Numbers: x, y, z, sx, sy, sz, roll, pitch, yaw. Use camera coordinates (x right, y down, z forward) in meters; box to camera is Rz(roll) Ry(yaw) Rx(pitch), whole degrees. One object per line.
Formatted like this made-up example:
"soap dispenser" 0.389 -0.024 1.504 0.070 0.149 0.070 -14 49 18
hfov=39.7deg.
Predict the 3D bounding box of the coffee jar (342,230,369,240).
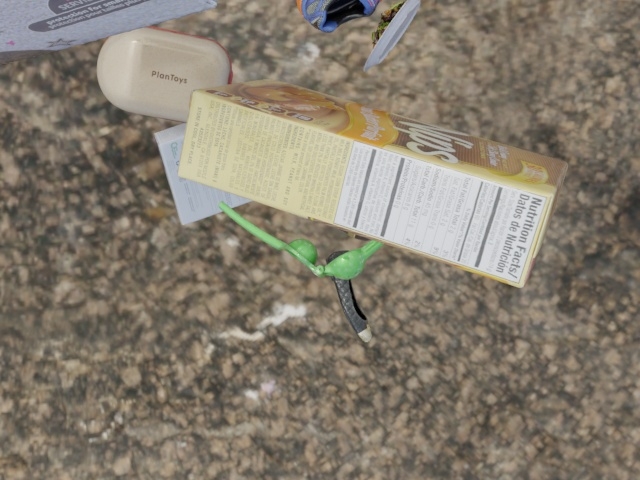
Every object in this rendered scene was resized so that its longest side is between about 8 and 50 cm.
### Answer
"coffee jar" 0.034 -0.070 1.815 0.185 0.096 0.079 21 142 4

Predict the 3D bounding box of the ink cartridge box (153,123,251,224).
"ink cartridge box" -0.189 -0.150 1.711 0.224 0.045 0.223 -19 139 -12

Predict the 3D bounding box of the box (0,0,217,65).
"box" -0.203 -0.185 0.489 0.247 0.163 0.142 -8 82 21

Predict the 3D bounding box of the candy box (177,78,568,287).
"candy box" 0.054 -0.065 0.810 0.317 0.183 0.087 18 108 14

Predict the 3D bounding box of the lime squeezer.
"lime squeezer" 0.000 0.000 1.259 0.311 0.059 0.109 2 96 10

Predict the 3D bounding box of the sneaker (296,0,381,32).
"sneaker" 0.073 -0.372 1.300 0.221 0.087 0.083 -32 136 15

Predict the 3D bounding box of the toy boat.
"toy boat" -0.273 -0.292 1.557 0.231 0.151 0.150 11 100 -9

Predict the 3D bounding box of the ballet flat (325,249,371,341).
"ballet flat" 0.058 0.101 1.598 0.049 0.057 0.173 -21 89 7

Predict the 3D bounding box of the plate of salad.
"plate of salad" 0.135 -0.416 1.724 0.048 0.200 0.199 37 92 2
